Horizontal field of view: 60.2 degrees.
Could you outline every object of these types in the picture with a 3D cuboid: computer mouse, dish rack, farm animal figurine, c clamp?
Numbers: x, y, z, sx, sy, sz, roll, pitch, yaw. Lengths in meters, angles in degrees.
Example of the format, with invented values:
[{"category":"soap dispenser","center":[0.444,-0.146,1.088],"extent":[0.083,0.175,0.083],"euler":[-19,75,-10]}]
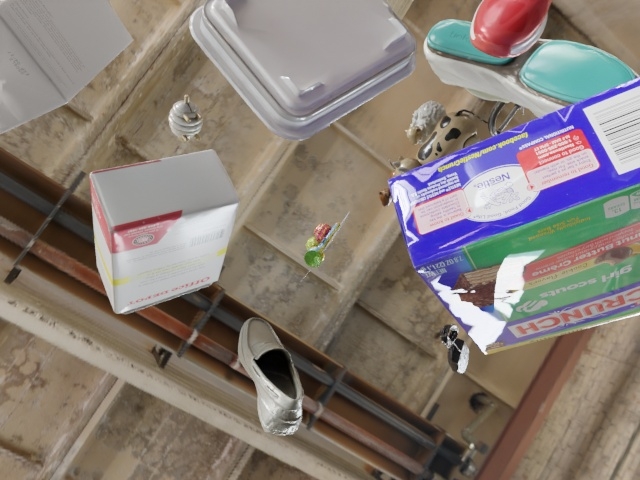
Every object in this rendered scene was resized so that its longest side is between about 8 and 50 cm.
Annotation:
[{"category":"computer mouse","center":[0.289,0.237,1.224],"extent":[0.071,0.041,0.242],"euler":[-67,-31,-21]},{"category":"dish rack","center":[-0.012,-0.346,0.910],"extent":[0.333,0.072,0.285],"euler":[-36,-98,-26]},{"category":"farm animal figurine","center":[0.270,-0.162,1.295],"extent":[0.172,0.330,0.326],"euler":[22,-82,-41]},{"category":"c clamp","center":[0.446,-0.301,1.311],"extent":[0.160,0.022,0.137],"euler":[-48,-37,-18]}]

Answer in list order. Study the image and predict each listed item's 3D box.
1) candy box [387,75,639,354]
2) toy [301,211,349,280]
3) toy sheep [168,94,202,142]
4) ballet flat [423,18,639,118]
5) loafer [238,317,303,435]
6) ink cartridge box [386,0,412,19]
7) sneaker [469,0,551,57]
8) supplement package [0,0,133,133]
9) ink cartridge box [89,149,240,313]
[{"category":"candy box","center":[0.262,0.005,0.627],"extent":[0.268,0.122,0.317],"euler":[-22,-34,19]},{"category":"toy","center":[0.000,0.000,1.378],"extent":[0.056,0.237,0.136],"euler":[35,-67,-3]},{"category":"toy sheep","center":[-0.329,-0.297,1.355],"extent":[0.091,0.091,0.132],"euler":[4,-47,-22]},{"category":"ballet flat","center":[0.365,-0.289,0.983],"extent":[0.139,0.400,0.139],"euler":[-32,-42,-33]},{"category":"loafer","center":[-0.103,0.267,1.190],"extent":[0.112,0.319,0.111],"euler":[8,-61,-28]},{"category":"ink cartridge box","center":[0.104,-0.526,1.280],"extent":[0.193,0.234,0.088],"euler":[-19,-119,-47]},{"category":"sneaker","center":[0.242,-0.315,0.614],"extent":[0.087,0.128,0.221],"euler":[27,-113,16]},{"category":"supplement package","center":[-0.513,-0.361,1.012],"extent":[0.175,0.292,0.177],"euler":[-16,-55,22]},{"category":"ink cartridge box","center":[-0.372,-0.011,1.295],"extent":[0.279,0.384,0.160],"euler":[-17,-115,-28]}]
